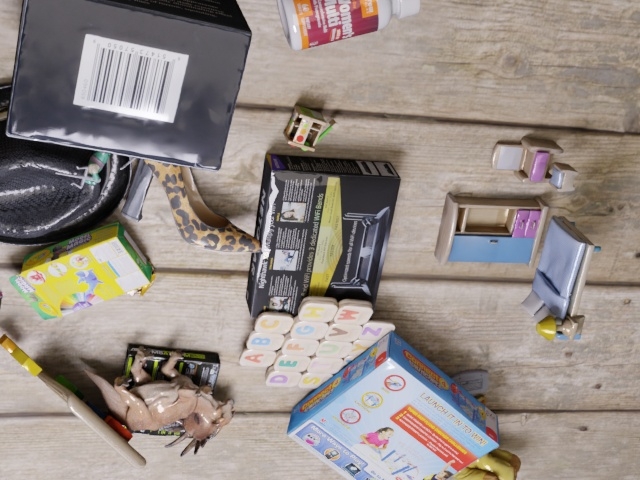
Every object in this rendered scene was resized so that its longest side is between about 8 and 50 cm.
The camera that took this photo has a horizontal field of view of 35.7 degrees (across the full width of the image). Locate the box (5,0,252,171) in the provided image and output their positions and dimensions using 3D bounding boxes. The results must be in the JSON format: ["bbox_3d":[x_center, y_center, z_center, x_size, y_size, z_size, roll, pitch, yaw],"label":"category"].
[{"bbox_3d":[-0.287,-0.292,1.458,0.294,0.395,0.212,9,116,-16],"label":"box"}]

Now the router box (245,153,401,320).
[{"bbox_3d":[0.000,0.000,1.859,0.243,0.081,0.309,3,116,-15],"label":"router box"}]

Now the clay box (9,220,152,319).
[{"bbox_3d":[-0.430,0.058,1.780,0.222,0.053,0.127,-19,130,11],"label":"clay box"}]

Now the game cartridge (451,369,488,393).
[{"bbox_3d":[0.319,0.304,2.131,0.083,0.017,0.056,-7,122,-10],"label":"game cartridge"}]

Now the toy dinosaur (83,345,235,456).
[{"bbox_3d":[-0.304,0.318,1.887,0.296,0.127,0.200,4,124,-8],"label":"toy dinosaur"}]

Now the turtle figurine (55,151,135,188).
[{"bbox_3d":[-0.302,-0.166,1.569,0.175,0.234,0.118,-18,90,40],"label":"turtle figurine"}]

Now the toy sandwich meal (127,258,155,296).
[{"bbox_3d":[-0.343,0.068,1.844,0.086,0.029,0.085,-5,118,-10],"label":"toy sandwich meal"}]

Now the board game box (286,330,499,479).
[{"bbox_3d":[0.146,0.375,2.010,0.308,0.086,0.302,40,119,-17],"label":"board game box"}]

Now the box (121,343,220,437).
[{"bbox_3d":[-0.306,0.302,1.969,0.184,0.045,0.190,8,116,-15],"label":"box"}]

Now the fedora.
[{"bbox_3d":[-0.481,-0.098,1.655,0.334,0.152,0.334,-5,119,-10],"label":"fedora"}]

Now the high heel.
[{"bbox_3d":[-0.202,-0.086,1.746,0.261,0.093,0.186,20,106,-10],"label":"high heel"}]

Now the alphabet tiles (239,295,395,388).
[{"bbox_3d":[-0.006,0.205,1.940,0.278,0.021,0.284,7,138,-19],"label":"alphabet tiles"}]

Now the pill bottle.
[{"bbox_3d":[0.044,-0.396,1.638,0.221,0.121,0.121,-15,119,-5],"label":"pill bottle"}]

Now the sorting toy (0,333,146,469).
[{"bbox_3d":[-0.454,0.286,1.829,0.041,0.229,0.307,-47,120,-15],"label":"sorting toy"}]

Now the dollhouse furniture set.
[{"bbox_3d":[0.367,-0.003,1.816,0.198,0.303,0.286,1,117,-15],"label":"dollhouse furniture set"}]

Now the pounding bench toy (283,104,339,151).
[{"bbox_3d":[-0.016,-0.193,1.771,0.083,0.052,0.065,16,113,-20],"label":"pounding bench toy"}]

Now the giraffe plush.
[{"bbox_3d":[0.324,0.428,2.136,0.210,0.181,0.170,9,108,21],"label":"giraffe plush"}]

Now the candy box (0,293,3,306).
[{"bbox_3d":[-0.698,0.173,1.793,0.159,0.071,0.233,27,109,-24],"label":"candy box"}]
